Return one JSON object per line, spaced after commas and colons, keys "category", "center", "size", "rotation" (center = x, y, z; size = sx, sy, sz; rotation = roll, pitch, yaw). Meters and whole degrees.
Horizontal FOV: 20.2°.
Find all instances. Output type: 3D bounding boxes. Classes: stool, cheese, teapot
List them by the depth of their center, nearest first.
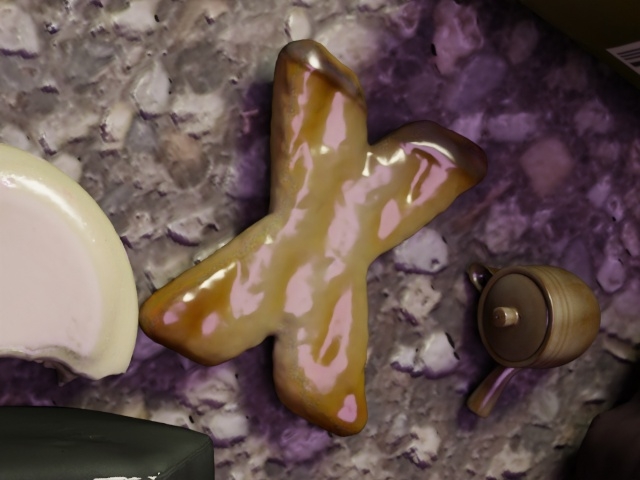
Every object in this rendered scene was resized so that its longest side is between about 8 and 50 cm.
{"category": "stool", "center": [-0.168, 0.170, 0.978], "size": [0.232, 0.232, 0.141], "rotation": [0, 95, -19]}
{"category": "cheese", "center": [-0.205, -0.021, 1.031], "size": [0.163, 0.071, 0.248], "rotation": [-18, 98, -17]}
{"category": "teapot", "center": [0.127, 0.062, 1.165], "size": [0.080, 0.085, 0.110], "rotation": [2, 122, -41]}

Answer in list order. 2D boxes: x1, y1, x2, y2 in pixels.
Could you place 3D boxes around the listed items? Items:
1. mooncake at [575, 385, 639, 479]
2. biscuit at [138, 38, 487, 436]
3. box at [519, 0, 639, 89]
{"category": "mooncake", "center": [0.344, 0.198, 1.155], "size": [0.351, 0.212, 0.381], "rotation": [38, 81, -12]}
{"category": "biscuit", "center": [-0.001, 0.000, 1.111], "size": [0.164, 0.047, 0.208], "rotation": [30, 83, -20]}
{"category": "box", "center": [0.339, -0.245, 1.124], "size": [0.373, 0.138, 0.420], "rotation": [33, 72, -21]}
